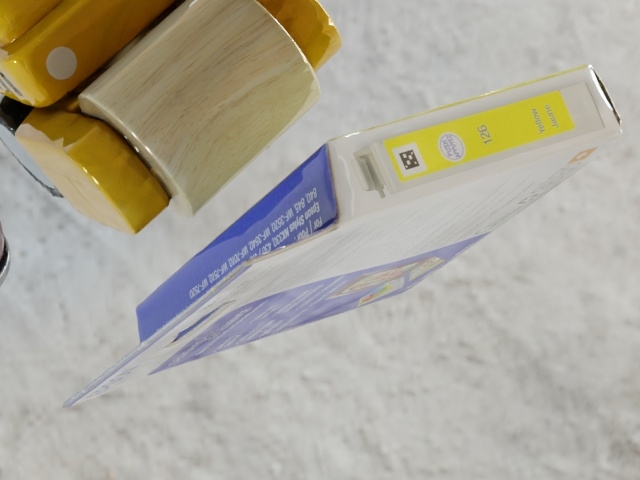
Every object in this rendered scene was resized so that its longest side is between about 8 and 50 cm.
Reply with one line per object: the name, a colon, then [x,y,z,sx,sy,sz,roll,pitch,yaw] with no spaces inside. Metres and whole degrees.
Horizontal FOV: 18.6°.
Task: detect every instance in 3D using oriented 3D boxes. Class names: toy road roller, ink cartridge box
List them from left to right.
toy road roller: [-0.165,-0.163,1.422,0.202,0.240,0.329,-44,26,-13]
ink cartridge box: [0.000,0.000,1.312,0.307,0.303,0.072,-15,78,-34]

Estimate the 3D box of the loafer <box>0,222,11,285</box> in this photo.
loafer: [-0.302,0.006,0.954,0.302,0.095,0.109,-10,41,-16]
